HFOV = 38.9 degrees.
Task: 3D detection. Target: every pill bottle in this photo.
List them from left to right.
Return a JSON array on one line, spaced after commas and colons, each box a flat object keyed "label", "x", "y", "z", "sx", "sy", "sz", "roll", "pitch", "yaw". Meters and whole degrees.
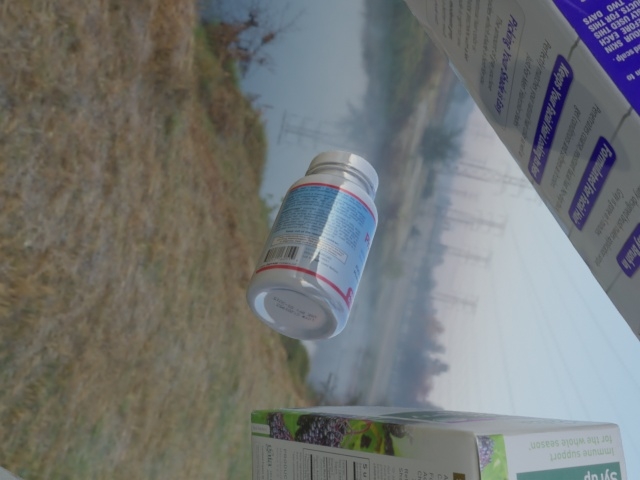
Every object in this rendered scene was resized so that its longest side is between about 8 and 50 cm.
[{"label": "pill bottle", "x": 0.000, "y": 0.000, "z": 0.786, "sx": 0.087, "sy": 0.087, "sz": 0.160, "roll": 96, "pitch": 11, "yaw": -53}]

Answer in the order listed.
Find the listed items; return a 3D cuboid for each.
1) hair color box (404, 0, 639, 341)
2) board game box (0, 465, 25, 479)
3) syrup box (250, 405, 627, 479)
[{"label": "hair color box", "x": 0.161, "y": -0.100, "z": 0.508, "sx": 0.339, "sy": 0.110, "sz": 0.185, "roll": 61, "pitch": -3, "yaw": 19}, {"label": "board game box", "x": -0.306, "y": 0.245, "z": 0.622, "sx": 0.224, "sy": 0.303, "sz": 0.097, "roll": -57, "pitch": -168, "yaw": -8}, {"label": "syrup box", "x": 0.052, "y": 0.145, "z": 0.512, "sx": 0.237, "sy": 0.093, "sz": 0.096, "roll": -16, "pitch": -106, "yaw": 59}]
